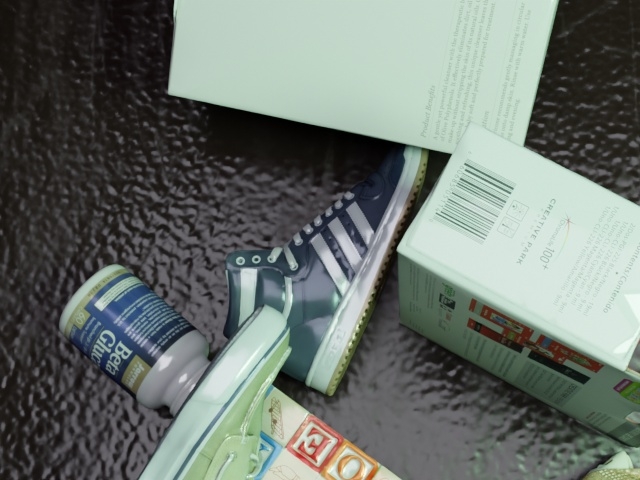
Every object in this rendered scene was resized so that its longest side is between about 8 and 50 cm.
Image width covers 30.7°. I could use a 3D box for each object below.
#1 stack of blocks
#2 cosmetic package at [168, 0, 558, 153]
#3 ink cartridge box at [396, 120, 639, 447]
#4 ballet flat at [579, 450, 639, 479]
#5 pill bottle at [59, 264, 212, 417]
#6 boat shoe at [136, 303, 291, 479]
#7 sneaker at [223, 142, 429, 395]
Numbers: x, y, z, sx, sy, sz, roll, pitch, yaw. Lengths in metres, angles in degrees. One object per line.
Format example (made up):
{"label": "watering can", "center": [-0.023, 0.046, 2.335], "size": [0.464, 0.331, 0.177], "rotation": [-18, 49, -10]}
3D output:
{"label": "stack of blocks", "center": [-0.007, 0.275, 1.123], "size": [0.297, 0.087, 0.171], "rotation": [35, 80, 12]}
{"label": "cosmetic package", "center": [0.046, -0.216, 1.181], "size": [0.365, 0.155, 0.197], "rotation": [14, 111, 8]}
{"label": "ink cartridge box", "center": [0.215, 0.057, 1.051], "size": [0.272, 0.309, 0.130], "rotation": [29, 79, 10]}
{"label": "ballet flat", "center": [0.318, 0.237, 1.130], "size": [0.206, 0.073, 0.067], "rotation": [-3, 47, 1]}
{"label": "pill bottle", "center": [-0.173, 0.110, 1.177], "size": [0.169, 0.094, 0.094], "rotation": [38, 81, 13]}
{"label": "boat shoe", "center": [-0.103, 0.202, 1.064], "size": [0.094, 0.109, 0.302], "rotation": [32, 89, -3]}
{"label": "sneaker", "center": [0.000, 0.000, 1.192], "size": [0.153, 0.099, 0.282], "rotation": [23, 81, 8]}
